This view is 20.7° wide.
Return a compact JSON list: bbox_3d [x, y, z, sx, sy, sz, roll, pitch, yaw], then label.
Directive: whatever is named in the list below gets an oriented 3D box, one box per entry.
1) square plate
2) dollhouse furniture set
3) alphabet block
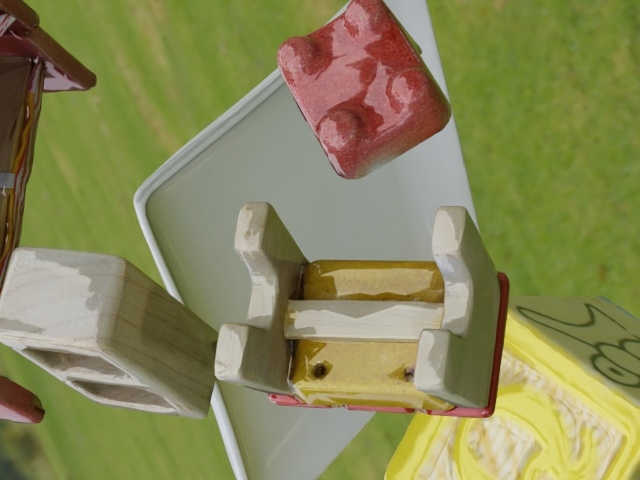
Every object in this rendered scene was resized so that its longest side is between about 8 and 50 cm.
[{"bbox_3d":[0.000,0.000,1.402,0.049,0.344,0.347,15,136,36],"label":"square plate"},{"bbox_3d":[-0.088,-0.018,0.823,0.152,0.374,0.201,49,-133,-63],"label":"dollhouse furniture set"},{"bbox_3d":[0.205,0.168,1.422,0.192,0.197,0.193,36,109,34],"label":"alphabet block"}]
